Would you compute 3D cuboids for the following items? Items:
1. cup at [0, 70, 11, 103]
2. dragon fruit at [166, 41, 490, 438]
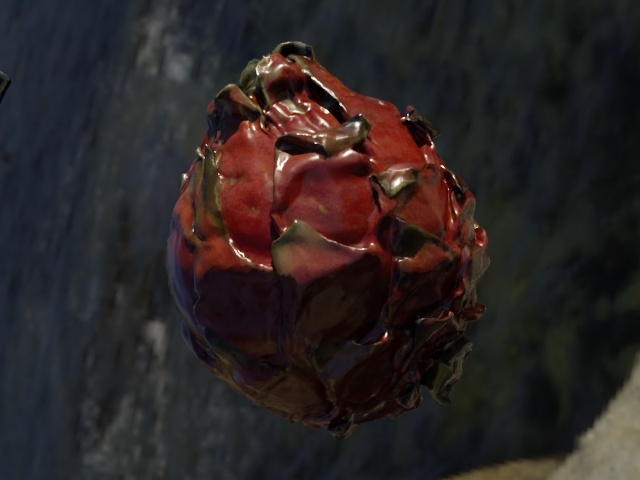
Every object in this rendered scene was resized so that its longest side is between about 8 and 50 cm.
[{"bbox_3d":[-0.210,-0.095,0.694,0.150,0.113,0.138,60,-179,6],"label":"cup"},{"bbox_3d":[0.000,0.000,1.297,0.244,0.244,0.298,169,88,-69],"label":"dragon fruit"}]
